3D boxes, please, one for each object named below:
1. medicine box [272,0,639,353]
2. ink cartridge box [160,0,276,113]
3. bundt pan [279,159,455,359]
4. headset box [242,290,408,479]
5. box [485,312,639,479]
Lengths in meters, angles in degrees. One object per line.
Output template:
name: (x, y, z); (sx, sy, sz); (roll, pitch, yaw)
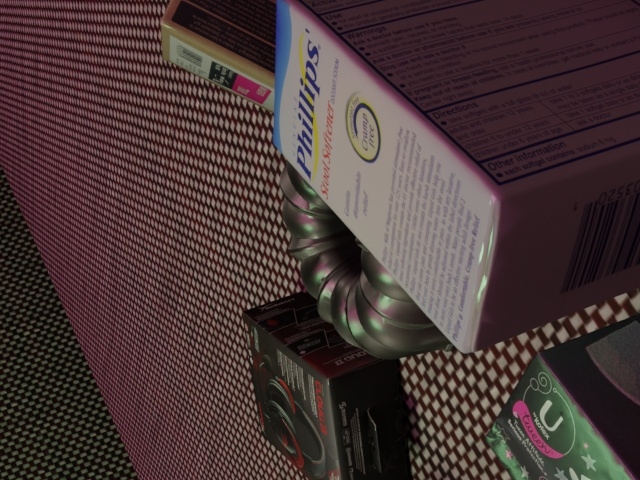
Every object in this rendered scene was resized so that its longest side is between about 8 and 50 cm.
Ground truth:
medicine box: (0.143, -0.092, 0.835); (0.289, 0.263, 0.149); (49, 147, 40)
ink cartridge box: (-0.078, -0.216, 1.226); (0.088, 0.193, 0.235); (-63, 6, -3)
bundt pan: (0.057, -0.011, 1.247); (0.331, 0.124, 0.331); (43, 143, 46)
headset box: (0.011, 0.226, 1.523); (0.293, 0.110, 0.218); (31, 133, 56)
box: (0.282, 0.196, 0.871); (0.247, 0.163, 0.142); (57, 148, 29)
